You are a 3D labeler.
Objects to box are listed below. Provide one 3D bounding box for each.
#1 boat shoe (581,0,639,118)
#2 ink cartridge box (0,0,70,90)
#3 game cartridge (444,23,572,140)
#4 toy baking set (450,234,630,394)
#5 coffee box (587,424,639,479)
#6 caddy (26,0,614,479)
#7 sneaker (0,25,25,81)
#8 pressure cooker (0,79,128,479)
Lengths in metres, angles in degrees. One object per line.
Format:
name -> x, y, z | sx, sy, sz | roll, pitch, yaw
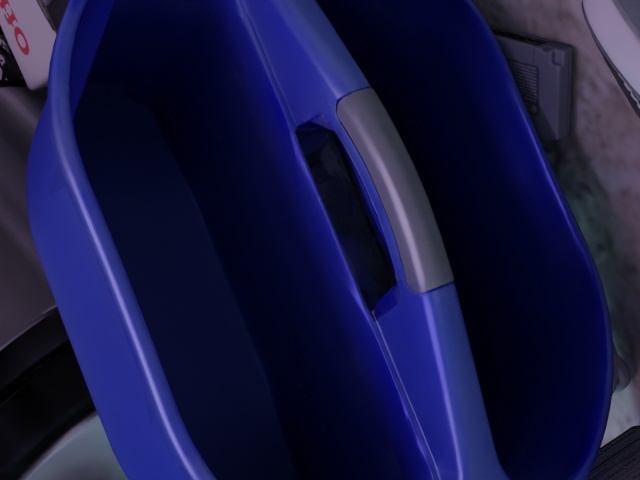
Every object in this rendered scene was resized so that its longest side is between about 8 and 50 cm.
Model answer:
boat shoe -> 0.182, -0.023, 0.475 | 0.228, 0.080, 0.076 | 48, 143, 13
ink cartridge box -> -0.128, -0.248, 0.720 | 0.306, 0.131, 0.226 | -19, 95, 57
game cartridge -> 0.099, -0.084, 0.606 | 0.083, 0.017, 0.056 | 28, 129, 45
toy baking set -> 0.103, 0.086, 0.704 | 0.196, 0.030, 0.256 | 26, 131, 42
coffee box -> 0.222, 0.156, 0.505 | 0.246, 0.098, 0.141 | -23, 91, 58
caddy -> 0.000, 0.000, 0.555 | 0.179, 0.241, 0.341 | -34, 77, 59
sneaker -> -0.283, -0.128, 1.049 | 0.283, 0.107, 0.124 | 60, 145, 10
pressure cooker -> -0.177, 0.129, 0.811 | 0.420, 0.375, 0.370 | 40, 139, 37
